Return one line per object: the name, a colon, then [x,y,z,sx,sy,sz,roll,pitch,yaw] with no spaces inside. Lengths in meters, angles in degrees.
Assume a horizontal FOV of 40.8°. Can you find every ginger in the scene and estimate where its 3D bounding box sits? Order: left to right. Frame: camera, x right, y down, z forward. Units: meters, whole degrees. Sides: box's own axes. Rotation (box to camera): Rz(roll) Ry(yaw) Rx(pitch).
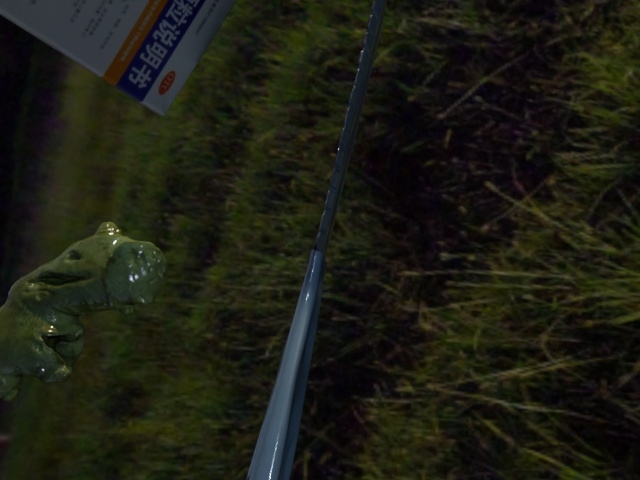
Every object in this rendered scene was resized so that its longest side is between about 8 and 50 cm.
ginger: [-0.306,0.088,1.026,0.290,0.089,0.137,-39,54,6]

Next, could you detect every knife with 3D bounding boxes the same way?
knife: [0.000,0.000,0.398,0.044,0.019,0.313,83,-161,-70]

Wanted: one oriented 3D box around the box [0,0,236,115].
box: [-0.222,-0.280,0.820,0.106,0.299,0.200,33,91,38]
